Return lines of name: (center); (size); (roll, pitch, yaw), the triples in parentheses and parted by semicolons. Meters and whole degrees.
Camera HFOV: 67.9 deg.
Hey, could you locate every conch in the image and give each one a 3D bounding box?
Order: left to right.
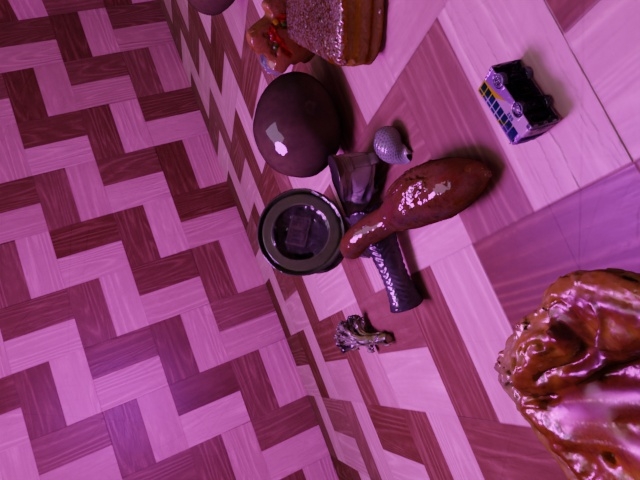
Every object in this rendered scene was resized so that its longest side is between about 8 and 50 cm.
conch: (0.136, -0.181, 0.935); (0.076, 0.056, 0.085); (80, 165, -64)

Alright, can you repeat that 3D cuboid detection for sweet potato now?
sweet potato: (0.154, -0.060, 0.863); (0.385, 0.109, 0.109); (-30, 79, 56)

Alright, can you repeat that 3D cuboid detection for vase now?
vase: (-0.106, -0.511, 1.278); (0.148, 0.081, 0.081); (-11, 98, 68)
vase: (0.148, 0.037, 1.044); (0.237, 0.115, 0.115); (68, 162, -1)

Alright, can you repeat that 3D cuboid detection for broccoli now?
broccoli: (0.131, 0.274, 1.348); (0.204, 0.118, 0.122); (-9, 89, 56)

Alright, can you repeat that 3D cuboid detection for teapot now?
teapot: (0.000, 0.000, 1.225); (0.337, 0.270, 0.200); (39, -118, -82)

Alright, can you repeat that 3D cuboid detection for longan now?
longan: (-0.343, -0.819, 1.480); (0.196, 0.196, 0.220); (50, 144, 48)
longan: (-0.053, -0.275, 1.141); (0.248, 0.248, 0.248); (55, 156, 40)

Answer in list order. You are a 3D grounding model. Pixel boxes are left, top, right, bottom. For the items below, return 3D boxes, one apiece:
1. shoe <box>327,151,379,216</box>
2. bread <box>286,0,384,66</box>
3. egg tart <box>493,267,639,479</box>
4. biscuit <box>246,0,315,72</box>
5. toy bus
shoe: (0.083, -0.123, 1.088); (0.275, 0.098, 0.103); (69, -177, -75)
bread: (0.026, -0.450, 0.910); (0.234, 0.110, 0.184); (50, 150, 43)
egg tart: (0.357, 0.180, 0.489); (0.339, 0.153, 0.352); (53, 154, 42)
biscuit: (-0.060, -0.485, 1.033); (0.041, 0.212, 0.239); (37, 120, 29)
toy bus: (0.251, -0.174, 0.610); (0.058, 0.052, 0.102); (109, 141, -65)
